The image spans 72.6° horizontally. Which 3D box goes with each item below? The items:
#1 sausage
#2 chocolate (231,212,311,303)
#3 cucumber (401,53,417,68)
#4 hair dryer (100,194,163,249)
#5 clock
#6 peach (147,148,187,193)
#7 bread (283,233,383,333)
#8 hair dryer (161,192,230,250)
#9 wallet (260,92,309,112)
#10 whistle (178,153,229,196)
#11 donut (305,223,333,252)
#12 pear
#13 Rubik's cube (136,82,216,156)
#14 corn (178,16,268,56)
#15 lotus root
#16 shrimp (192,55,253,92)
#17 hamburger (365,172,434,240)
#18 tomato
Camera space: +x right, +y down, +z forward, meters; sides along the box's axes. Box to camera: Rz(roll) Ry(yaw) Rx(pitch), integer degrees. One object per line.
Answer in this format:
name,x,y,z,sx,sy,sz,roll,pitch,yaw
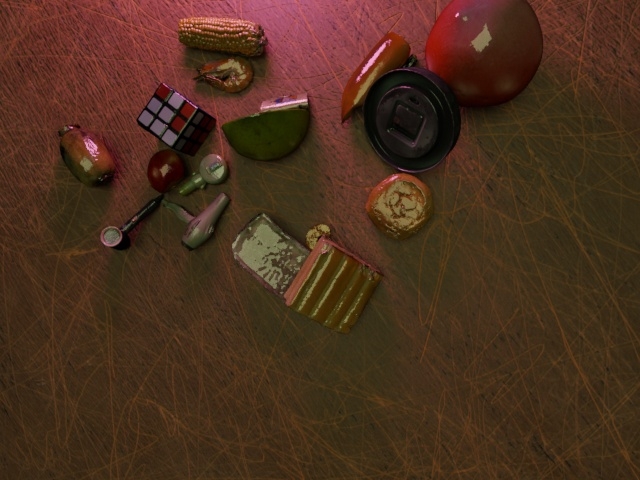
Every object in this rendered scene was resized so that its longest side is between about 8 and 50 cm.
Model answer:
sausage,0.154,-0.506,1.383,0.112,0.112,0.328,40,96,6
chocolate,-0.141,0.062,1.438,0.303,0.100,0.185,43,90,-3
cucumber,0.266,-0.539,1.402,0.033,0.034,0.135,36,101,-8
hair dryer,-0.643,-0.067,1.530,0.070,0.128,0.255,45,75,-1
clock,0.265,-0.354,1.294,0.061,0.312,0.313,-36,84,-37
peach,-0.536,-0.238,1.495,0.118,0.151,0.151,-25,86,-36
bread,0.046,0.141,1.373,0.239,0.111,0.246,30,92,-20
hair dryer,-0.416,-0.106,1.504,0.218,0.088,0.225,-33,71,1
wallet,-0.114,-0.448,1.423,0.154,0.110,0.040,-8,124,6
whistle,-0.404,-0.219,1.495,0.198,0.057,0.104,-32,86,7
donut,0.000,0.000,1.446,0.097,0.043,0.108,-10,91,8
pear,-0.176,-0.331,1.368,0.287,0.239,0.139,-10,89,10
Rubik's cube,-0.475,-0.396,1.450,0.162,0.160,0.163,38,97,5
corn,-0.326,-0.685,1.451,0.317,0.115,0.115,10,93,8
lotus root,-0.827,-0.310,1.518,0.154,0.154,0.278,-36,81,8
shrimp,-0.334,-0.561,1.484,0.216,0.051,0.115,-4,93,6
hamburger,0.253,-0.111,1.379,0.213,0.108,0.214,1,95,12
tomato,0.452,-0.544,1.230,0.320,0.321,0.322,0,91,9
